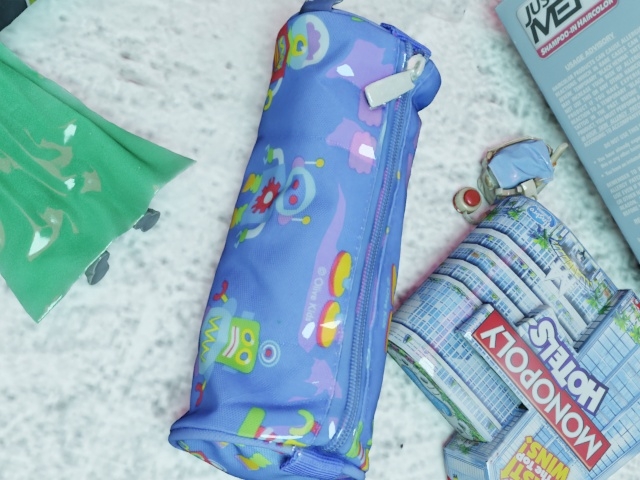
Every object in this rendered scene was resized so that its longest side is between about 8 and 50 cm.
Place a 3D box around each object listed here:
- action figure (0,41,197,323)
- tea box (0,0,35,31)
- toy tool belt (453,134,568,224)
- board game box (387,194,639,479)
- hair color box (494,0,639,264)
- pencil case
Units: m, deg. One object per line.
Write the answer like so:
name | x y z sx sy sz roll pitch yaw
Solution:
action figure | -0.210 -0.072 0.522 0.232 0.063 0.137 41 72 6
tea box | -0.269 -0.315 0.460 0.329 0.220 0.323 38 70 7
toy tool belt | 0.141 -0.049 0.609 0.083 0.051 0.052 -27 84 -18
board game box | 0.138 0.101 0.554 0.194 0.060 0.194 -45 101 -17
hair color box | 0.308 -0.059 0.600 0.185 0.113 0.374 -24 83 -34
pencil case | 0.000 0.000 0.521 0.119 0.133 0.306 22 72 -29
